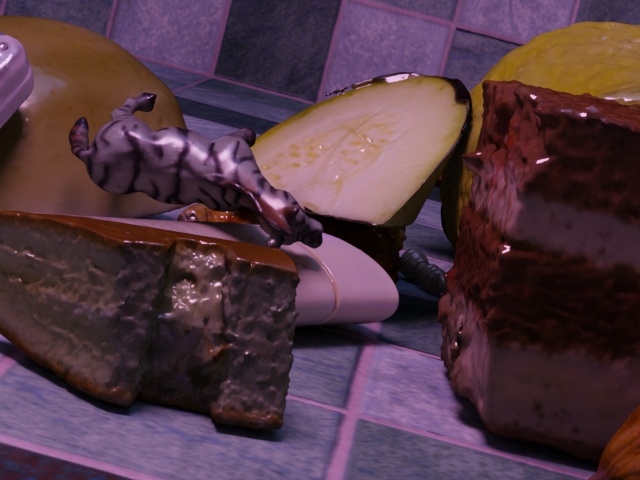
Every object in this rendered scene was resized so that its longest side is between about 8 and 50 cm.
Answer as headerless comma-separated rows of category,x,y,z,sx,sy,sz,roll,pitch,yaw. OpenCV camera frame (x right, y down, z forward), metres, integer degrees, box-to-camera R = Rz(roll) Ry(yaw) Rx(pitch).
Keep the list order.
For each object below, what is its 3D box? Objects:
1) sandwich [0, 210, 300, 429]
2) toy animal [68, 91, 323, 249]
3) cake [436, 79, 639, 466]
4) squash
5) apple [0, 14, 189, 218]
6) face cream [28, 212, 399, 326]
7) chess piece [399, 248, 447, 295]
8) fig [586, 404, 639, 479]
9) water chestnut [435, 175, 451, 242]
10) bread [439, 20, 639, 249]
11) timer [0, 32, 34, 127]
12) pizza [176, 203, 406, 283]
sandwich,-0.135,0.051,1.096,0.235,0.122,0.128,10,8,-12
toy animal,-0.102,-0.068,1.386,0.255,0.090,0.170,15,16,19
cake,0.244,0.025,1.259,0.282,0.290,0.256,13,9,-3
squash,0.034,-0.107,1.563,0.237,0.155,0.204,19,13,36
apple,-0.320,-0.102,1.605,0.360,0.311,0.320,-12,68,-51
face cream,-0.100,0.029,1.343,0.173,0.081,0.348,25,15,39
chess piece,0.126,0.041,1.713,0.035,0.035,0.092,8,16,-32
fig,0.259,0.175,1.099,0.119,0.153,0.119,45,-11,11
water chestnut,0.256,-0.069,1.909,0.244,0.289,0.289,-18,2,16
bread,0.294,-0.041,1.531,0.348,0.348,0.308,14,13,0
timer,-0.391,-0.111,1.340,0.178,0.078,0.253,18,52,19
pizza,0.000,0.000,1.625,0.335,0.086,0.226,6,12,-43
